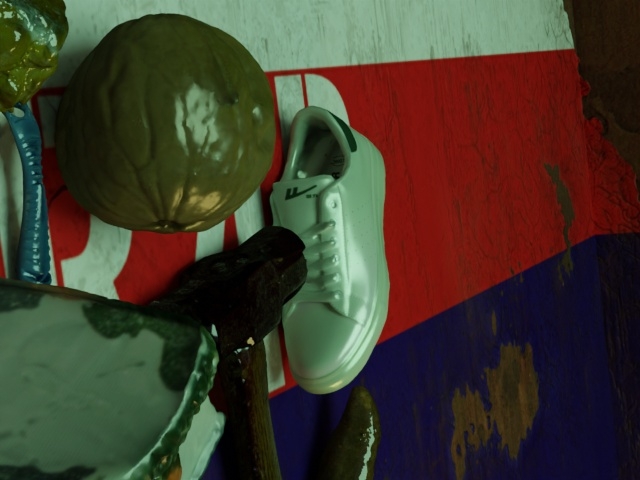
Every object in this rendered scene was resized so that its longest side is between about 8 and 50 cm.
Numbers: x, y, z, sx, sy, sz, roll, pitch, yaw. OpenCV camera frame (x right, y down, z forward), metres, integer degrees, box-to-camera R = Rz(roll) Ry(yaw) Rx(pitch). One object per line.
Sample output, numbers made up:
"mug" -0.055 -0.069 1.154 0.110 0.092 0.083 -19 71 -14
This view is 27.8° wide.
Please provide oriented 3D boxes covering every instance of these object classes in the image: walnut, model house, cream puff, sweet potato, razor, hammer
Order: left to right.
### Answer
"cream puff" -0.294 -0.188 1.135 0.146 0.116 0.146 35 24 -18
"razor" -0.275 -0.027 1.213 0.082 0.042 0.253 -12 98 -60
"model house" -0.199 0.191 1.136 0.301 0.271 0.190 67 38 -51
"walnut" -0.154 -0.117 1.282 0.228 0.228 0.228 11 77 -60
"hammer" -0.075 0.210 1.500 0.242 0.095 0.409 -35 119 -57
"sweet potato" 0.030 0.333 1.667 0.097 0.097 0.292 36 50 -54

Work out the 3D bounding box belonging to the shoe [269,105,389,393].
"shoe" 0.000 0.000 1.615 0.160 0.131 0.363 43 46 -52
